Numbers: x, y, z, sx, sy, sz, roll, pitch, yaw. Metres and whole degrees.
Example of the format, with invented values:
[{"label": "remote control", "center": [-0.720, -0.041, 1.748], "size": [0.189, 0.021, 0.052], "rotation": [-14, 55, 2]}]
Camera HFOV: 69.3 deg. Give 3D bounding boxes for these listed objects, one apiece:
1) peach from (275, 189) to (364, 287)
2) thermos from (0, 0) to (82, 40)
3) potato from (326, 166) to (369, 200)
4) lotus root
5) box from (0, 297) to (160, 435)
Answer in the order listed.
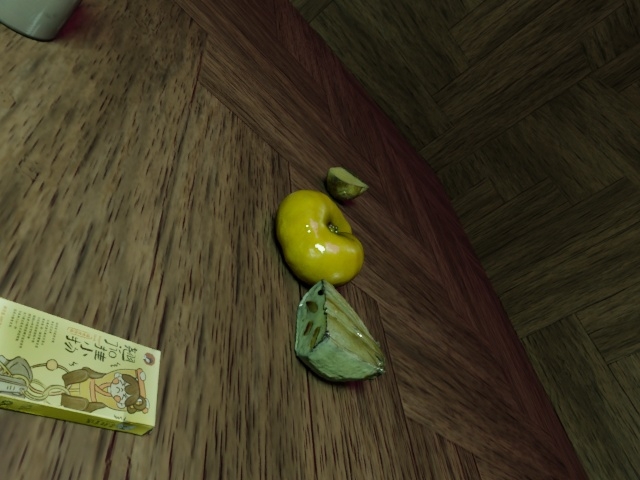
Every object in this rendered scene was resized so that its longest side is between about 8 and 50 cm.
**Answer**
[{"label": "peach", "center": [0.000, 0.000, 0.774], "size": [0.179, 0.103, 0.179], "rotation": [47, 22, -26]}, {"label": "thermos", "center": [-0.309, -0.349, 0.524], "size": [0.137, 0.193, 0.105], "rotation": [57, 24, 6]}, {"label": "potato", "center": [0.047, -0.129, 1.098], "size": [0.096, 0.066, 0.103], "rotation": [39, 24, 27]}, {"label": "lotus root", "center": [0.026, 0.150, 0.665], "size": [0.144, 0.070, 0.143], "rotation": [44, 19, -15]}, {"label": "box", "center": [-0.190, 0.102, 0.362], "size": [0.149, 0.020, 0.073], "rotation": [35, 29, -41]}]
